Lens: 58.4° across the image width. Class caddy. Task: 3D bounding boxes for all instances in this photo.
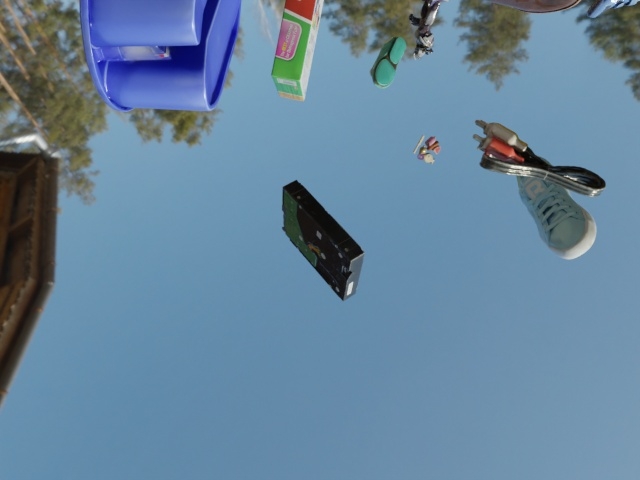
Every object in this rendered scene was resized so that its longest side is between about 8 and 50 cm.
[{"bbox_3d":[-0.221,-0.332,0.783,0.179,0.241,0.341,5,-124,2],"label":"caddy"}]

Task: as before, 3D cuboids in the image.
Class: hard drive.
[{"bbox_3d":[0.000,0.000,1.774,0.064,0.237,0.339,-31,-119,-24],"label":"hard drive"}]

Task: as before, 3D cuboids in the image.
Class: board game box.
[{"bbox_3d":[-0.041,-0.498,1.297,0.064,0.317,0.242,11,-177,-1],"label":"board game box"}]

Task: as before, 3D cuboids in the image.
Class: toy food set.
[{"bbox_3d":[0.314,-0.260,1.637,0.019,0.122,0.078,39,-71,33],"label":"toy food set"}]

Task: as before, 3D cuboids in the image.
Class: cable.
[{"bbox_3d":[0.431,-0.157,1.136,0.287,0.072,0.139,23,-142,11],"label":"cable"}]

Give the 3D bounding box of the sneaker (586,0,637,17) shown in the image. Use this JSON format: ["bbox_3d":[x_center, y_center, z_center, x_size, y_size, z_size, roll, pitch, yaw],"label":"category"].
[{"bbox_3d":[0.580,-0.468,1.087,0.144,0.059,0.053,-35,-169,21],"label":"sneaker"}]

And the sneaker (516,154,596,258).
[{"bbox_3d":[0.578,-0.100,1.482,0.135,0.150,0.366,-47,-156,28],"label":"sneaker"}]

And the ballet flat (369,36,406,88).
[{"bbox_3d":[0.212,-0.579,1.907,0.087,0.083,0.247,-17,-141,50],"label":"ballet flat"}]

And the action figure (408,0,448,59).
[{"bbox_3d":[0.361,-0.758,1.958,0.099,0.285,0.185,-2,-141,-17],"label":"action figure"}]

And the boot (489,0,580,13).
[{"bbox_3d":[0.347,-0.467,1.047,0.248,0.090,0.207,19,-151,20],"label":"boot"}]
